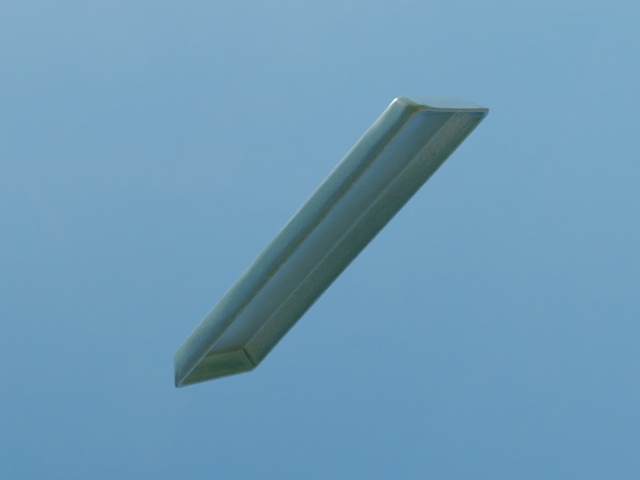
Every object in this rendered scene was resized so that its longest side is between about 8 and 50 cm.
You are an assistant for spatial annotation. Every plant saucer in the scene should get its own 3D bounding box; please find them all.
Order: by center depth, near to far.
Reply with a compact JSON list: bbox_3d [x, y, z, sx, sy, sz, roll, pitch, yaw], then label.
[{"bbox_3d":[0.000,0.000,0.782,0.018,0.192,0.067,53,-152,19],"label":"plant saucer"}]
